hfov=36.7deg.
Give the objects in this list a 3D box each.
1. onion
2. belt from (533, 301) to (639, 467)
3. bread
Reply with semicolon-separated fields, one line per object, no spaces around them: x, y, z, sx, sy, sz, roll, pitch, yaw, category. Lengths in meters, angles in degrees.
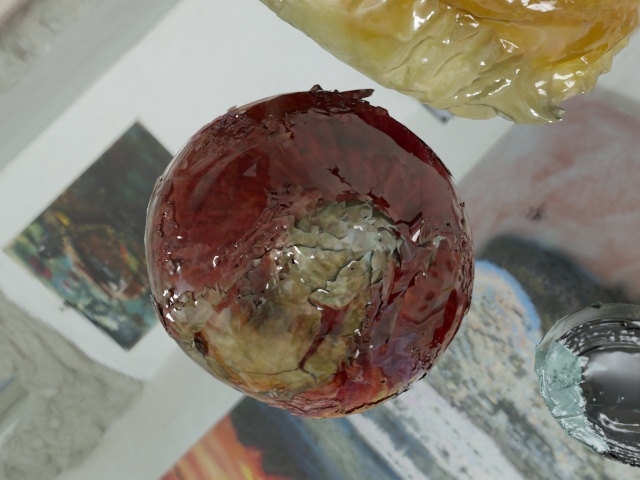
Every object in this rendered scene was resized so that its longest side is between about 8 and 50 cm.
0.000;0.000;0.499;0.184;0.184;0.147;46;163;-1;onion
0.308;0.143;0.952;0.198;0.151;0.078;19;-168;8;belt
0.047;-0.252;0.629;0.389;0.236;0.183;35;147;-7;bread
